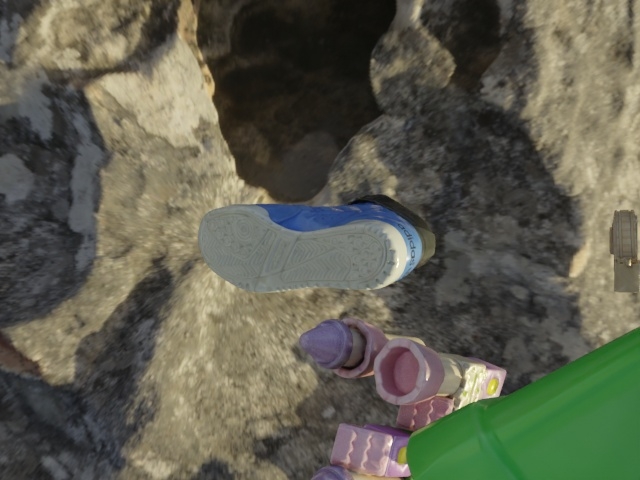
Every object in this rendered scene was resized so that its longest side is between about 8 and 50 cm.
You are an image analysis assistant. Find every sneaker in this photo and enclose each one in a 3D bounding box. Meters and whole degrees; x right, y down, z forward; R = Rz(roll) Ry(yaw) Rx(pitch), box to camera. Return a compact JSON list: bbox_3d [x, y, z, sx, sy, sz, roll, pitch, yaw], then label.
[{"bbox_3d":[0.000,0.001,0.614,0.152,0.085,0.058,1,98,31],"label":"sneaker"}]

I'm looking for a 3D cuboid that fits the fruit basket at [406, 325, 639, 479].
[{"bbox_3d":[0.166,0.230,0.386,0.392,0.283,0.391,-3,84,31],"label":"fruit basket"}]

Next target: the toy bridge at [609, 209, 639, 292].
[{"bbox_3d":[0.312,0.002,0.964,0.026,0.188,0.063,0,101,16],"label":"toy bridge"}]

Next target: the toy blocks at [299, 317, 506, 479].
[{"bbox_3d":[0.082,0.234,0.923,0.260,0.309,0.288,14,89,-46],"label":"toy blocks"}]
